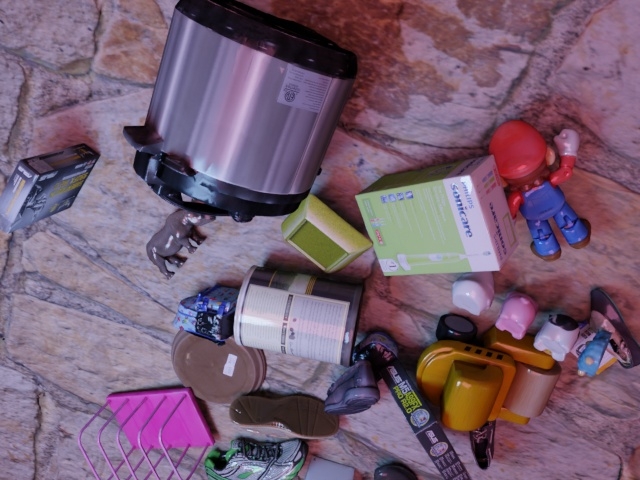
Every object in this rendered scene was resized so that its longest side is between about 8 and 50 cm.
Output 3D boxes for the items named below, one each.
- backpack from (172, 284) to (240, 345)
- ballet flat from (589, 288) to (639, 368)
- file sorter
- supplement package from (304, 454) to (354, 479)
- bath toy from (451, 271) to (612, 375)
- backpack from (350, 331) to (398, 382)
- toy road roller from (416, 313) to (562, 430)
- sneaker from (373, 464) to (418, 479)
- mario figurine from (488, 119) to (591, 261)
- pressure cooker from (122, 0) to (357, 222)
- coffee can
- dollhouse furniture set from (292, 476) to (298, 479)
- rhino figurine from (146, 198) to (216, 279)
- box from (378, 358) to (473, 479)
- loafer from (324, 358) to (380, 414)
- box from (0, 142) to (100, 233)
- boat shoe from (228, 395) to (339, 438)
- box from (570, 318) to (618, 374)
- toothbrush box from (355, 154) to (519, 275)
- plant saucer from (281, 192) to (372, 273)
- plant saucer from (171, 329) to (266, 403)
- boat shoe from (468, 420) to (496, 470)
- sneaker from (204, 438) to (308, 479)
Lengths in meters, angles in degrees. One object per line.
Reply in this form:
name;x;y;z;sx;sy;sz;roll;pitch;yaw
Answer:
backpack;-0.283;0.180;1.416;0.173;0.158;0.116;10;104;20
ballet flat;0.667;0.209;1.269;0.074;0.074;0.203;-33;95;20
file sorter;-0.492;0.561;1.559;0.291;0.182;0.202;-10;112;21
supplement package;-0.001;0.770;1.592;0.139;0.134;0.244;15;113;4
bath toy;0.469;0.167;1.255;0.348;0.129;0.151;30;155;17
backpack;0.139;0.287;1.406;0.105;0.084;0.114;38;119;-7
toy road roller;0.389;0.337;1.293;0.330;0.240;0.202;14;113;5
sneaker;0.241;0.752;1.543;0.109;0.130;0.286;-30;101;22
mario figurine;0.462;-0.123;1.191;0.198;0.170;0.320;-41;114;-15
pressure cooker;-0.161;-0.237;1.107;0.370;0.375;0.420;22;112;-1
coffee can;-0.047;0.180;1.337;0.276;0.201;0.201;10;112;7
dollhouse furniture set;-0.156;0.772;1.681;0.144;0.123;0.151;16;148;5
rhino figurine;-0.348;-0.017;1.391;0.106;0.073;0.243;41;111;-9
box;0.252;0.444;1.335;0.060;0.216;0.270;-32;122;0
loafer;0.081;0.378;1.401;0.109;0.095;0.302;6;154;-12
box;-0.650;-0.129;1.318;0.056;0.231;0.183;39;112;-2
boat shoe;-0.100;0.493;1.532;0.302;0.109;0.098;6;148;-3
box;0.644;0.250;1.327;0.136;0.028;0.081;41;112;-4
toothbrush box;0.244;-0.044;1.179;0.283;0.122;0.206;-7;112;44
plant saucer;0.000;0.000;1.292;0.188;0.045;0.188;39;148;-5
plant saucer;-0.289;0.343;1.536;0.278;0.041;0.277;3;110;9
boat shoe;0.424;0.506;1.447;0.075;0.065;0.206;-3;110;12
sneaker;-0.189;0.635;1.578;0.344;0.134;0.146;-24;103;18
